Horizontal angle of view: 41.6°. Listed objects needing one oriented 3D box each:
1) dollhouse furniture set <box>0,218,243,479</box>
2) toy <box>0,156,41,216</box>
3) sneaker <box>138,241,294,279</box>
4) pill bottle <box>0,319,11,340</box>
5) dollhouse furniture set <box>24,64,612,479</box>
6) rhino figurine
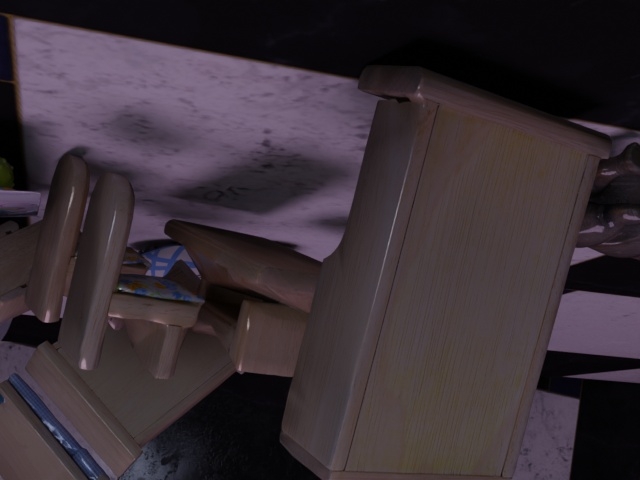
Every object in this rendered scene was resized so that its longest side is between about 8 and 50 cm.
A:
[{"bbox_3d":[-0.266,0.157,0.927,0.198,0.286,0.303,-35,170,-49],"label":"dollhouse furniture set"},{"bbox_3d":[-0.321,-0.051,0.746,0.137,0.056,0.237,0,174,-19],"label":"toy"},{"bbox_3d":[-0.141,0.048,1.060,0.237,0.086,0.085,0,168,17],"label":"sneaker"},{"bbox_3d":[-0.535,0.058,0.966,0.334,0.188,0.188,-1,166,13],"label":"pill bottle"},{"bbox_3d":[0.000,0.000,0.699,0.362,0.256,0.394,12,-175,-31],"label":"dollhouse furniture set"},{"bbox_3d":[0.285,-0.018,0.717,0.243,0.073,0.106,12,160,-38],"label":"rhino figurine"}]
